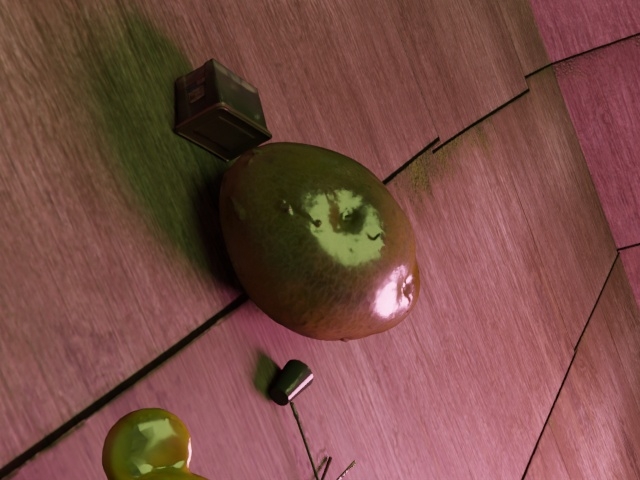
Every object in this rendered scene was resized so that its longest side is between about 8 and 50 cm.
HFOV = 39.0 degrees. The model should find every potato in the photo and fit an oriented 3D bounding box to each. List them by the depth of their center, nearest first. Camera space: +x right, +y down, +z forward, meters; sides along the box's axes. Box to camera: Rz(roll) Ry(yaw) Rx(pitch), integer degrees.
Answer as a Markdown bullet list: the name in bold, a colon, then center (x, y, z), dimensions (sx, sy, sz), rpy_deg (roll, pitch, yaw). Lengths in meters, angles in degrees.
- **potato**: center (0.000, 0.000, 0.872), dimensions (0.235, 0.160, 0.178), rpy_deg (45, 18, -25)

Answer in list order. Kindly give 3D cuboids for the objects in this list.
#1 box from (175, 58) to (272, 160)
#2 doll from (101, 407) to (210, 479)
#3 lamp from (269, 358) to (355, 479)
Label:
- **box**: center (-0.095, -0.126, 0.871), dimensions (0.085, 0.060, 0.063), rpy_deg (27, 44, -52)
- **doll**: center (-0.040, 0.349, 0.536), dimensions (0.348, 0.161, 0.423), rpy_deg (25, 67, -22)
- **lamp**: center (-0.013, 0.179, 0.870), dimensions (0.054, 0.041, 0.121), rpy_deg (-44, 110, -50)
